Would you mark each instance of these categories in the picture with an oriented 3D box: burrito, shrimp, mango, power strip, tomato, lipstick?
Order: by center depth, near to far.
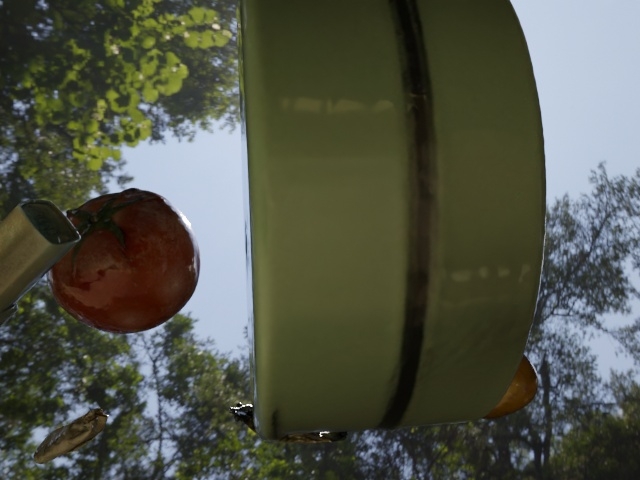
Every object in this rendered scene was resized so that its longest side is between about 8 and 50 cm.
[{"bbox_3d":[0.024,-0.021,0.495,0.161,0.357,0.357,-2,-79,-7],"label":"power strip"},{"bbox_3d":[0.179,0.147,0.670,0.080,0.114,0.060,-40,-102,-2],"label":"mango"},{"bbox_3d":[-0.374,0.059,0.718,0.253,0.077,0.079,-42,-93,15],"label":"lipstick"},{"bbox_3d":[-0.342,0.042,1.175,0.265,0.265,0.265,4,-78,20],"label":"tomato"},{"bbox_3d":[-0.052,0.355,1.279,0.198,0.262,0.051,-8,-122,24],"label":"shrimp"},{"bbox_3d":[-0.553,0.437,1.478,0.226,0.087,0.060,-33,-79,32],"label":"burrito"}]
